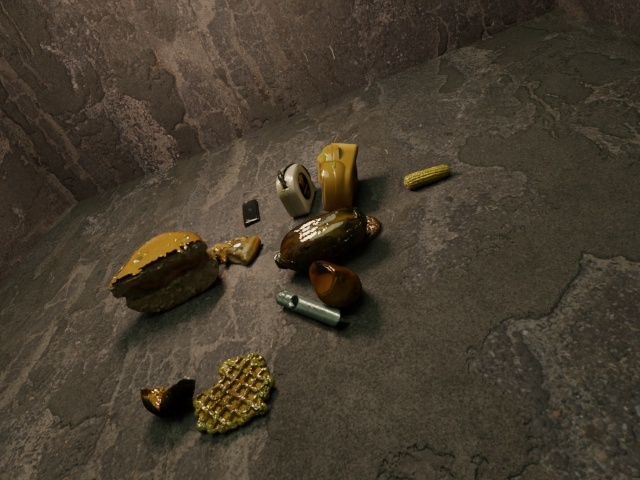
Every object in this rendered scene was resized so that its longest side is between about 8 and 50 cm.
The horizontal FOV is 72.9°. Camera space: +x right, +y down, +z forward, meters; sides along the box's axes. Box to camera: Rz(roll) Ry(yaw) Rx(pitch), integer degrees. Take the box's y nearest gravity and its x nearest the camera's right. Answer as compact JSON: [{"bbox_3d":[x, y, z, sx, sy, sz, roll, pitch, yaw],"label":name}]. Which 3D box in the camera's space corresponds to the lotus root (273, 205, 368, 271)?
[{"bbox_3d":[0.000,0.000,1.692,0.397,0.179,0.196,-28,35,11],"label":"lotus root"}]

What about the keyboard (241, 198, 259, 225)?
[{"bbox_3d":[-0.371,-0.150,2.286,0.094,0.025,0.230,-22,34,2],"label":"keyboard"}]

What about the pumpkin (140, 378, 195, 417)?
[{"bbox_3d":[-0.489,0.512,1.393,0.183,0.119,0.107,-17,71,21],"label":"pumpkin"}]

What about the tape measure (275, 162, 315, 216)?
[{"bbox_3d":[-0.128,-0.270,2.104,0.133,0.231,0.271,-12,36,23],"label":"tape measure"}]

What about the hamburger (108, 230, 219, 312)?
[{"bbox_3d":[-0.658,0.113,1.901,0.445,0.268,0.287,-28,35,4],"label":"hamburger"}]

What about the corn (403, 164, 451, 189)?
[{"bbox_3d":[0.460,-0.278,1.876,0.203,0.072,0.072,-19,34,8],"label":"corn"}]

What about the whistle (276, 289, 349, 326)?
[{"bbox_3d":[-0.032,0.238,1.509,0.312,0.062,0.062,12,49,43],"label":"whistle"}]

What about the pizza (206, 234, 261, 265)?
[{"bbox_3d":[-0.412,0.039,2.018,0.297,0.071,0.189,0,42,34],"label":"pizza"}]

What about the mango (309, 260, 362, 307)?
[{"bbox_3d":[0.047,0.150,1.501,0.236,0.166,0.136,25,99,55],"label":"mango"}]

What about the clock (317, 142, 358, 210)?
[{"bbox_3d":[0.080,-0.276,1.978,0.200,0.244,0.317,-3,41,6],"label":"clock"}]

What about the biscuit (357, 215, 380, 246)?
[{"bbox_3d":[0.157,-0.043,1.793,0.188,0.027,0.188,-18,35,13],"label":"biscuit"}]

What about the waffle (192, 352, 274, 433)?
[{"bbox_3d":[-0.273,0.472,1.359,0.291,0.051,0.291,-18,35,13],"label":"waffle"}]
